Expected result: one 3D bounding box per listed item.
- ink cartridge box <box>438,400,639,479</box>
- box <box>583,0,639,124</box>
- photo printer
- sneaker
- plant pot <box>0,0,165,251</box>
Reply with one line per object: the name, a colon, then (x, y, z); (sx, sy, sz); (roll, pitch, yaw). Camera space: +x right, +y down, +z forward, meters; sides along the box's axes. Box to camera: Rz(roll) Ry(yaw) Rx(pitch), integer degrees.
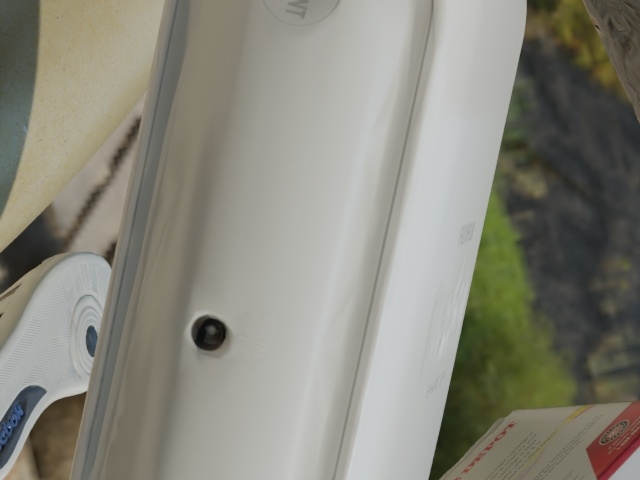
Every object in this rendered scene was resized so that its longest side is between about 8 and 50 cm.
ink cartridge box: (0.130, 0.155, 1.107); (0.072, 0.127, 0.175); (51, -22, -10)
box: (0.311, -0.340, 0.923); (0.480, 0.471, 0.297); (63, -13, -17)
photo printer: (0.000, 0.000, 0.736); (0.256, 0.107, 0.308); (-15, 117, -79)
sneaker: (-0.201, 0.067, 1.102); (0.217, 0.121, 0.079); (-51, 132, -62)
plant pot: (-0.188, -0.117, 1.033); (0.256, 0.256, 0.274); (65, 36, -50)
